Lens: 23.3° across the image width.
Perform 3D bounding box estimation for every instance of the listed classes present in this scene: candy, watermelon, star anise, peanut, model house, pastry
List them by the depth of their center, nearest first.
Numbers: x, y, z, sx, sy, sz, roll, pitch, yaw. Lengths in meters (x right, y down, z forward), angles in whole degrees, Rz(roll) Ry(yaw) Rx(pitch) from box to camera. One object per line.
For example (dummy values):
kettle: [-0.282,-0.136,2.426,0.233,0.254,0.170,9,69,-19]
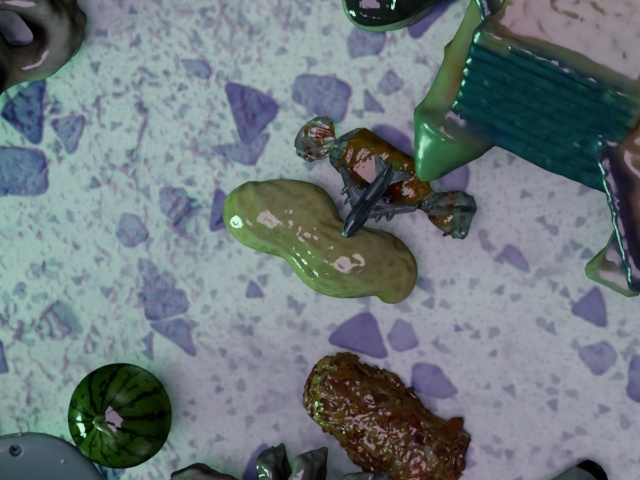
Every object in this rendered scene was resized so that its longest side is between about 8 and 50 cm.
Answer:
model house: [0.251,-0.113,1.262,0.312,0.245,0.280,25,106,10]
star anise: [-0.046,0.268,1.386,0.229,0.093,0.236,-49,50,-5]
candy: [0.062,-0.058,1.394,0.182,0.046,0.053,31,93,13]
peanut: [0.000,0.000,1.395,0.187,0.082,0.082,32,100,8]
pastry: [0.056,0.169,1.401,0.169,0.063,0.087,32,97,9]
watermelon: [-0.188,0.162,1.430,0.109,0.109,0.109,1,94,12]

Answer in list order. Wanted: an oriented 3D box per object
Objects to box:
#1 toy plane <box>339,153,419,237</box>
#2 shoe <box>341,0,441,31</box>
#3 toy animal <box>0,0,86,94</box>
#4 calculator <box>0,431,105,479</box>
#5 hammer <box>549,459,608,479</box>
toy plane: [0.043,-0.035,1.353,0.079,0.031,0.083,29,75,15]
shoe: [0.092,-0.235,1.347,0.169,0.099,0.071,-22,92,13]
toy animal: [-0.395,-0.228,1.370,0.303,0.194,0.344,-29,125,-5]
calculator: [-0.270,0.324,1.451,0.186,0.041,0.298,-6,100,-15]
hammer: [0.068,0.314,1.381,0.427,0.152,0.044,-28,110,6]
